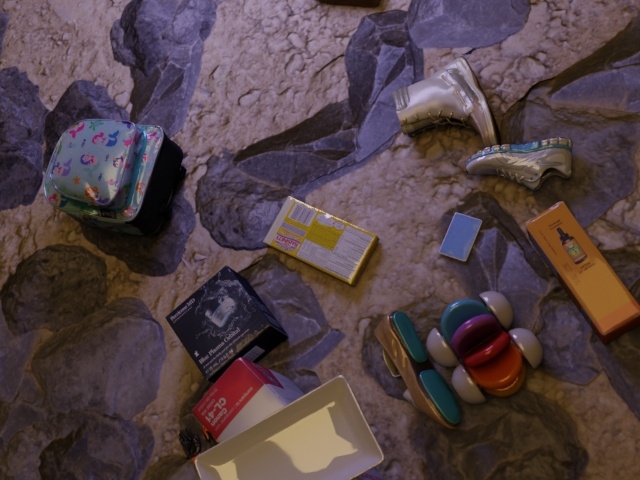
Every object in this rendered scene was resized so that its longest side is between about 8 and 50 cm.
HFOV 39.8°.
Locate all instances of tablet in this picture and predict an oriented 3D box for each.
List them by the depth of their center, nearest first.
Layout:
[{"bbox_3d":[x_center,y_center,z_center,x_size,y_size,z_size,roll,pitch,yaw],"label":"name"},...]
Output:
[{"bbox_3d":[0.252,-0.006,1.591,0.054,0.006,0.083,19,78,25],"label":"tablet"}]

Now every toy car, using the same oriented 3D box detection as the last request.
[{"bbox_3d":[0.263,0.169,1.451,0.159,0.136,0.182,-36,64,5],"label":"toy car"}]

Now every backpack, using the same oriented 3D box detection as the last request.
[{"bbox_3d":[-0.435,-0.136,1.790,0.253,0.191,0.225,8,75,27],"label":"backpack"}]

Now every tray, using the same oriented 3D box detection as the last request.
[{"bbox_3d":[-0.047,0.327,1.313,0.270,0.030,0.145,-30,66,7],"label":"tray"}]

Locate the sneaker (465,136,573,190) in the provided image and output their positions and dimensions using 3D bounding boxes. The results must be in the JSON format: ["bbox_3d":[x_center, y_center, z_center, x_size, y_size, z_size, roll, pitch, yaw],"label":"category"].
[{"bbox_3d":[0.354,-0.127,1.566,0.190,0.071,0.083,-8,74,17],"label":"sneaker"}]

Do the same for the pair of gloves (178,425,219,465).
[{"bbox_3d":[-0.219,0.362,1.623,0.083,0.010,0.074,-40,65,5],"label":"pair of gloves"}]

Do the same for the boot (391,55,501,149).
[{"bbox_3d":[0.231,-0.228,1.639,0.165,0.077,0.213,-24,59,9],"label":"boot"}]

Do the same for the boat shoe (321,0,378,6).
[{"bbox_3d":[0.045,-0.526,1.824,0.170,0.063,0.059,14,74,14],"label":"boat shoe"}]

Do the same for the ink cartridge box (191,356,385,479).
[{"bbox_3d":[-0.034,0.350,1.442,0.131,0.226,0.306,-46,63,-1],"label":"ink cartridge box"}]

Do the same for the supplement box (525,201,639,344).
[{"bbox_3d":[0.435,0.053,1.467,0.078,0.080,0.233,-32,66,6],"label":"supplement box"}]

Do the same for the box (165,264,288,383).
[{"bbox_3d":[-0.174,0.160,1.635,0.156,0.093,0.158,-41,62,2],"label":"box"}]

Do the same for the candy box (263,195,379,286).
[{"bbox_3d":[0.000,0.000,1.666,0.206,0.027,0.105,25,83,26],"label":"candy box"}]

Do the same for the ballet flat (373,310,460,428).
[{"bbox_3d":[0.163,0.230,1.513,0.073,0.080,0.232,-45,57,32],"label":"ballet flat"}]
